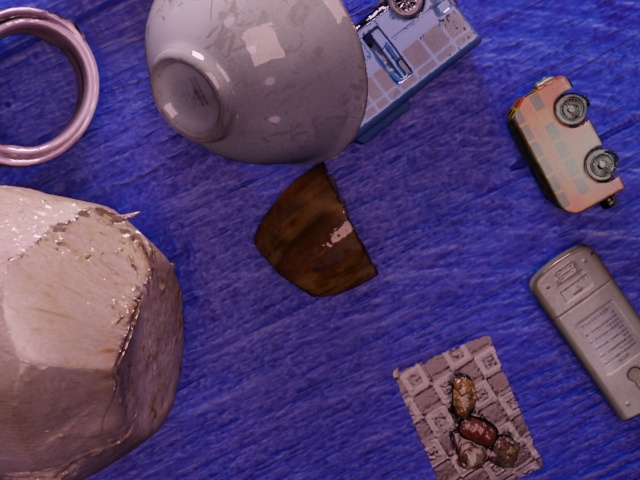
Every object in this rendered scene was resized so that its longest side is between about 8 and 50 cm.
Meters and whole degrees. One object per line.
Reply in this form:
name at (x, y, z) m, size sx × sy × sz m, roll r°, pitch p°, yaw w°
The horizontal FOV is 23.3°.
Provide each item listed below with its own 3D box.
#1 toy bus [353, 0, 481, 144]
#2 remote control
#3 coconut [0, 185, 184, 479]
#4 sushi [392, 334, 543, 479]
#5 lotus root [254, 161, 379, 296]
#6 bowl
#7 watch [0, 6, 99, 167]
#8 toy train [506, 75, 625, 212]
toy bus at (0.073, -0.218, 1.921) m, size 0.234 × 0.116 × 0.133 m, roll -38°, pitch 98°, yaw -2°
remote control at (0.367, 0.118, 2.006) m, size 0.098 × 0.038 × 0.233 m, roll -36°, pitch 97°, yaw 0°
coconut at (-0.358, 0.112, 1.808) m, size 0.360 × 0.346 × 0.346 m, roll 4°, pitch 94°, yaw 15°
sushi at (0.193, 0.234, 2.007) m, size 0.139 × 0.031 × 0.201 m, roll -24°, pitch 96°, yaw -1°
lotus root at (-0.003, 0.002, 1.948) m, size 0.135 × 0.095 × 0.159 m, roll -39°, pitch 90°, yaw 4°
bowl at (-0.111, -0.195, 1.805) m, size 0.146 × 0.313 × 0.313 m, roll -40°, pitch 97°, yaw -38°
watch at (-0.387, -0.167, 1.867) m, size 0.217 × 0.211 × 0.248 m, roll 20°, pitch 84°, yaw -14°
toy train at (0.312, -0.116, 1.966) m, size 0.099 × 0.072 × 0.188 m, roll -29°, pitch 96°, yaw -2°
